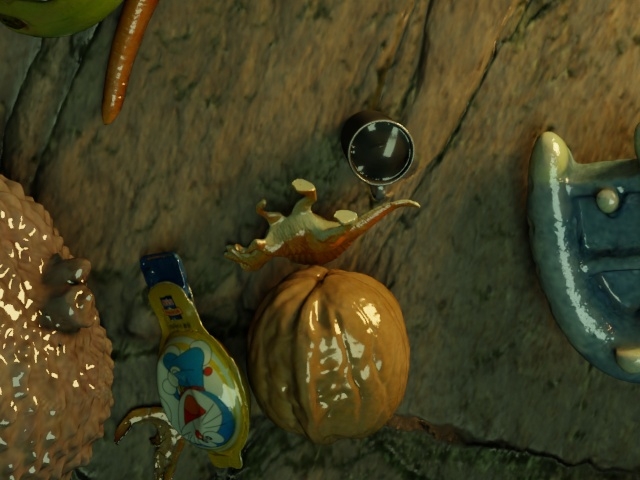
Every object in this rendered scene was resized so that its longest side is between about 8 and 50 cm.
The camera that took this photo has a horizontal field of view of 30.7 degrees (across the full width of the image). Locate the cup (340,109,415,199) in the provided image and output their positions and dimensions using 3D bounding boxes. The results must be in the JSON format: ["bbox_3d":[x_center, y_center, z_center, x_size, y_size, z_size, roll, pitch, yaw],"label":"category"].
[{"bbox_3d":[0.063,-0.099,1.356,0.078,0.077,0.100,-4,109,-8],"label":"cup"}]

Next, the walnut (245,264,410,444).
[{"bbox_3d":[0.009,0.139,1.373,0.213,0.213,0.213,-3,109,-9],"label":"walnut"}]

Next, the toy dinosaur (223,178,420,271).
[{"bbox_3d":[-0.002,0.000,1.363,0.212,0.057,0.142,10,139,-6],"label":"toy dinosaur"}]

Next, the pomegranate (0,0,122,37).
[{"bbox_3d":[-0.291,-0.318,1.192,0.189,0.159,0.241,-28,83,-8],"label":"pomegranate"}]

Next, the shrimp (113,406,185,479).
[{"bbox_3d":[-0.214,0.266,1.462,0.091,0.025,0.127,2,104,-10],"label":"shrimp"}]

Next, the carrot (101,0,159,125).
[{"bbox_3d":[-0.214,-0.217,1.296,0.037,0.037,0.190,17,109,-15],"label":"carrot"}]

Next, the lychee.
[{"bbox_3d":[-0.406,0.117,1.205,0.432,0.380,0.380,-22,112,22],"label":"lychee"}]

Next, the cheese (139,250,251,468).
[{"bbox_3d":[-0.150,0.142,1.376,0.069,0.177,0.271,-21,97,-38],"label":"cheese"}]

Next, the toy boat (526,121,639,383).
[{"bbox_3d":[0.351,0.025,1.376,0.215,0.123,0.330,-4,112,25],"label":"toy boat"}]
